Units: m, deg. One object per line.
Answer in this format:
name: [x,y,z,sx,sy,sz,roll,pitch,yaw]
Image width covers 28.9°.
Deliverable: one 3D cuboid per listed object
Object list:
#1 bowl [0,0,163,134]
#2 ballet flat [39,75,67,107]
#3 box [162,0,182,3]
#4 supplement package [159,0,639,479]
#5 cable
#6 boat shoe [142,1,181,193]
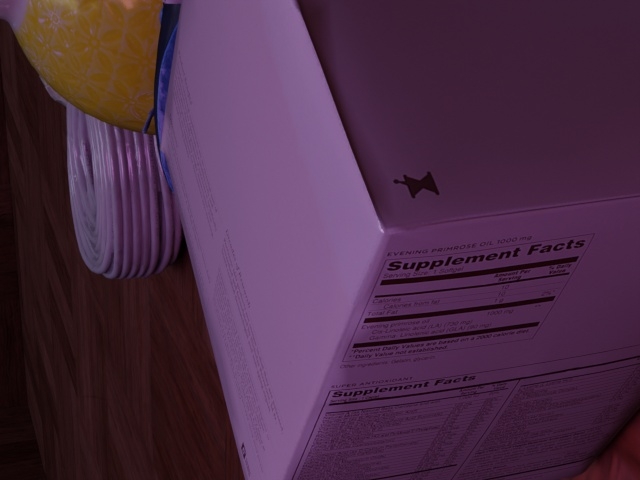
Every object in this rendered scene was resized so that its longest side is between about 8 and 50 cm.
bowl: [-0.195,-0.234,1.012,0.289,0.156,0.289,-179,90,-67]
ballet flat: [-0.274,-0.221,1.414,0.095,0.096,0.280,-145,50,-66]
box: [-0.036,-0.292,0.627,0.231,0.127,0.261,118,141,-61]
supplement package: [0.039,-0.030,0.461,0.203,0.149,0.194,109,148,-53]
cable: [-0.202,-0.088,1.257,0.257,0.089,0.257,-153,58,-68]
boat shoe: [-0.054,-0.148,0.817,0.089,0.109,0.258,-162,83,-78]
